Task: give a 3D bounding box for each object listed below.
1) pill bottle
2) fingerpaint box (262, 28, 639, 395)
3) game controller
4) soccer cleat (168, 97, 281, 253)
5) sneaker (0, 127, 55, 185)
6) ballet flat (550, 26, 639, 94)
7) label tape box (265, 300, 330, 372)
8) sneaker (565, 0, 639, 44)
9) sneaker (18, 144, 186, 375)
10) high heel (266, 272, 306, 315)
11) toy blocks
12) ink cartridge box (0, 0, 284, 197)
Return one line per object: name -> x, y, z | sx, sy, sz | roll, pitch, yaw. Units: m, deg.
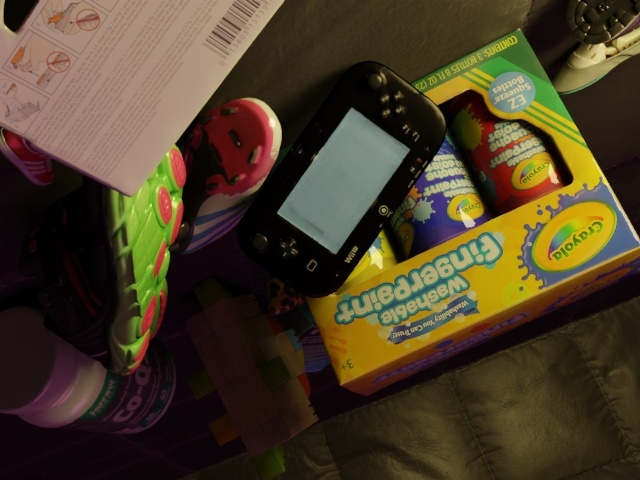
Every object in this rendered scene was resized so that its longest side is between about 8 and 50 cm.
pill bottle -> -0.425, 0.231, 1.538 | 0.204, 0.204, 0.361 | -27, 158, 12
fingerpaint box -> 0.176, -0.035, 1.278 | 0.445, 0.371, 0.163 | -25, 158, 10
game controller -> 0.030, -0.081, 1.187 | 0.319, 0.166, 0.067 | -55, 180, 3
soccer cleat -> -0.130, -0.096, 1.221 | 0.143, 0.116, 0.331 | -24, 167, -44
sneaker -> -0.335, -0.108, 1.058 | 0.067, 0.042, 0.118 | -21, 156, 5
ballet flat -> 0.446, -0.302, 1.346 | 0.213, 0.072, 0.068 | -26, 131, 7
label tape box -> -0.005, 0.193, 1.982 | 0.240, 0.106, 0.333 | 1, 148, -44
sneaker -> 0.470, -0.371, 1.180 | 0.283, 0.107, 0.124 | -31, 171, 30
sneaker -> -0.302, 0.014, 1.151 | 0.202, 0.185, 0.483 | 19, 135, -1
high heel -> 0.000, 0.000, 1.435 | 0.186, 0.093, 0.261 | -45, -169, 51
toy blocks -> -0.114, 0.253, 1.747 | 0.190, 0.381, 0.261 | -31, 172, 18
ink cartridge box -> -0.209, -0.202, 0.848 | 0.239, 0.060, 0.275 | 30, 111, -33
